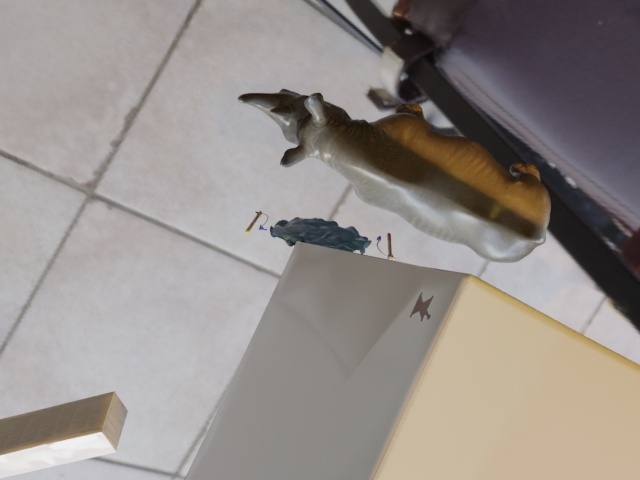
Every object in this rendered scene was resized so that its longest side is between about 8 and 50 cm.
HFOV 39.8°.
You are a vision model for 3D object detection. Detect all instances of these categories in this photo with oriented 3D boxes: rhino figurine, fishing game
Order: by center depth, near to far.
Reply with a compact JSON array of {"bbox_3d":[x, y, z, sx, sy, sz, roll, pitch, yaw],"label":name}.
[{"bbox_3d":[0.056,-0.055,0.617,0.243,0.106,0.073,22,113,-13],"label":"rhino figurine"},{"bbox_3d":[0.000,0.000,1.574,0.264,0.189,0.041,9,108,-1],"label":"fishing game"}]

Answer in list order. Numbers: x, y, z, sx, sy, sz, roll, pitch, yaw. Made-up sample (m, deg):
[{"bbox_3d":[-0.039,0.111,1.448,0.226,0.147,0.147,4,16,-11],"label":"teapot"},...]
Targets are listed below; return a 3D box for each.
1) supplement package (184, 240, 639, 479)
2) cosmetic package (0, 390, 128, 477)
[{"bbox_3d":[0.087,0.148,0.437,0.262,0.198,0.199,27,85,-19],"label":"supplement package"},{"bbox_3d":[-0.466,0.345,1.557,0.239,0.099,0.060,-15,122,14],"label":"cosmetic package"}]
